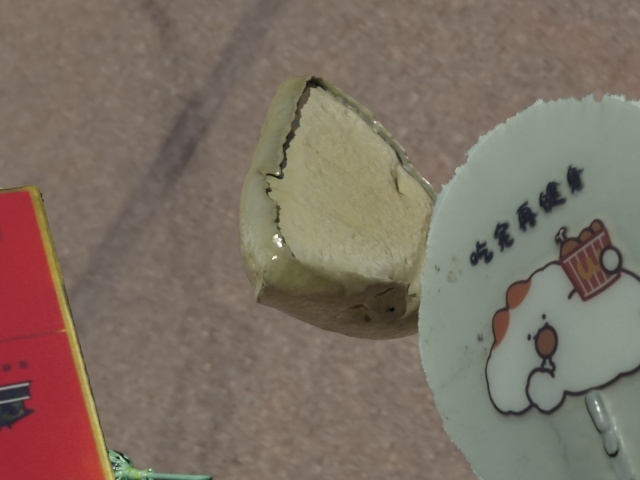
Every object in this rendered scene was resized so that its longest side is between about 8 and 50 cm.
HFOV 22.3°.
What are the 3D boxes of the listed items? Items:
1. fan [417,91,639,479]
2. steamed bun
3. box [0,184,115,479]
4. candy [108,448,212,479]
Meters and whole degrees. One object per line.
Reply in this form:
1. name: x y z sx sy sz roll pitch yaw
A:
1. fan: 0.124 0.084 0.682 0.191 0.009 0.329 -41 55 39
2. steamed bun: 0.024 0.007 1.227 0.110 0.212 0.231 -45 20 36
3. box: -0.103 0.045 0.414 0.090 0.023 0.133 -9 52 -15
4. candy: -0.083 0.116 0.798 0.083 0.023 0.025 -3 112 38
